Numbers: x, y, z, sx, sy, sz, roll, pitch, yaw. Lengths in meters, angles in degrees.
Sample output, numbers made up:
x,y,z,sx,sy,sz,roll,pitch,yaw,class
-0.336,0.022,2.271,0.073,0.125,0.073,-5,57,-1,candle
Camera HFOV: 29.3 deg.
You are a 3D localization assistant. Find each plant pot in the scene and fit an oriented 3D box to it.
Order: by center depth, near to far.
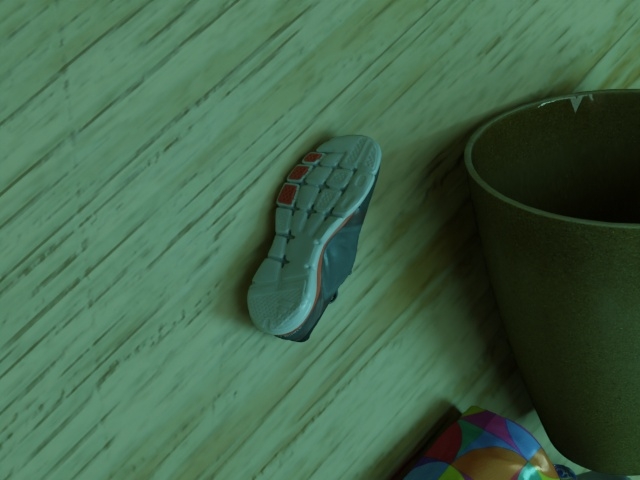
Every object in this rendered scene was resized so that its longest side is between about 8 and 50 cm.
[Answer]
x,y,z,sx,sy,sz,roll,pitch,yaw,class
0.230,0.044,0.936,0.237,0.237,0.254,-23,123,-31,plant pot

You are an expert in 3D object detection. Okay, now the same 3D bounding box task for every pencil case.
x,y,z,sx,sy,sz,roll,pitch,yaw,class
0.084,0.231,0.913,0.236,0.104,0.104,-41,117,-22,pencil case

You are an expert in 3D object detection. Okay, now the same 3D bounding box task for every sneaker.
x,y,z,sx,sy,sz,roll,pitch,yaw,class
0.000,0.000,0.862,0.158,0.061,0.065,-62,151,-11,sneaker

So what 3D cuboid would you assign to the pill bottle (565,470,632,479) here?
x,y,z,sx,sy,sz,roll,pitch,yaw,class
0.270,0.302,1.023,0.216,0.121,0.121,48,69,-21,pill bottle
